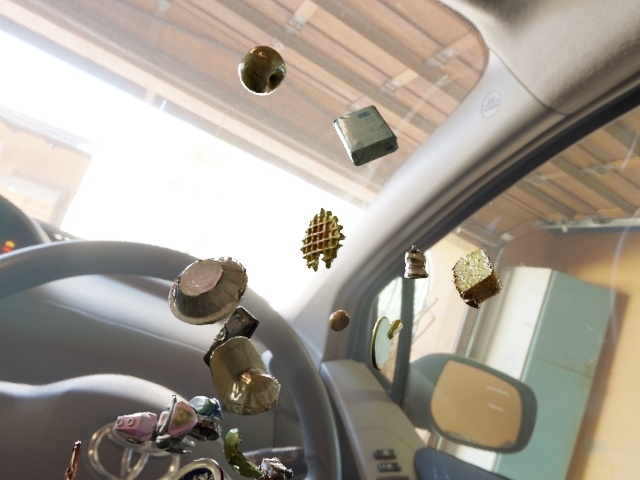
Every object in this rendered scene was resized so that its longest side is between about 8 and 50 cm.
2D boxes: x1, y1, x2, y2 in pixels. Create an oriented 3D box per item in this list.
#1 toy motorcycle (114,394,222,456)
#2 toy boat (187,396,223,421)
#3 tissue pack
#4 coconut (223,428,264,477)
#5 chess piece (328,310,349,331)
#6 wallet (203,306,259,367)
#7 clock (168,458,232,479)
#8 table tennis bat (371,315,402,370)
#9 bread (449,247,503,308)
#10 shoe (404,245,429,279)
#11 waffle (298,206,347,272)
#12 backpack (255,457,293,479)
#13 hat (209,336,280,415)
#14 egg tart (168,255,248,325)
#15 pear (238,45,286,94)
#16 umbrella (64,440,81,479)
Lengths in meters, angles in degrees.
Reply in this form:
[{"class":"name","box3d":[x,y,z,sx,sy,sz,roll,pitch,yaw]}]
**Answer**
[{"class":"toy motorcycle","box3d":[-0.467,0.550,1.334,0.327,0.143,0.188,-6,-41,15]},{"class":"toy boat","box3d":[-0.367,0.570,1.479,0.110,0.091,0.175,42,-42,-22]},{"class":"tissue pack","box3d":[0.167,-0.394,1.666,0.263,0.177,0.089,-108,176,-47]},{"class":"coconut","box3d":[-0.231,0.621,1.268,0.158,0.055,0.133,52,-49,2]},{"class":"chess piece","box3d":[0.072,0.307,1.697,0.083,0.084,0.038,31,7,-47]},{"class":"wallet","box3d":[-0.424,0.476,2.099,0.172,0.318,0.045,33,1,31]},{"class":"clock","box3d":[-0.346,0.714,1.196,0.230,0.230,0.083,9,-46,53]},{"class":"table tennis bat","box3d":[0.290,0.427,1.968,0.054,0.224,0.368,3,11,26]},{"class":"bread","box3d":[0.575,0.149,1.617,0.147,0.160,0.260,51,17,-9]},{"class":"shoe","box3d":[0.360,0.083,1.666,0.089,0.092,0.180,0,16,11]},{"class":"waffle","box3d":[-0.002,0.000,1.880,0.056,0.261,0.250,10,25,-39]},{"class":"backpack","box3d":[-0.169,0.829,1.490,0.106,0.165,0.120,24,-13,-36]},{"class":"hat","box3d":[-0.247,0.454,1.502,0.214,0.245,0.149,-25,9,-41]},{"class":"egg tart","box3d":[-0.314,0.124,1.223,0.234,0.234,0.094,16,-33,29]},{"class":"pear","box3d":[-0.200,-0.580,1.521,0.136,0.167,0.167,48,-5,10]},{"class":"umbrella","box3d":[-0.566,0.534,1.010,0.027,0.025,0.165,56,9,-38]}]
